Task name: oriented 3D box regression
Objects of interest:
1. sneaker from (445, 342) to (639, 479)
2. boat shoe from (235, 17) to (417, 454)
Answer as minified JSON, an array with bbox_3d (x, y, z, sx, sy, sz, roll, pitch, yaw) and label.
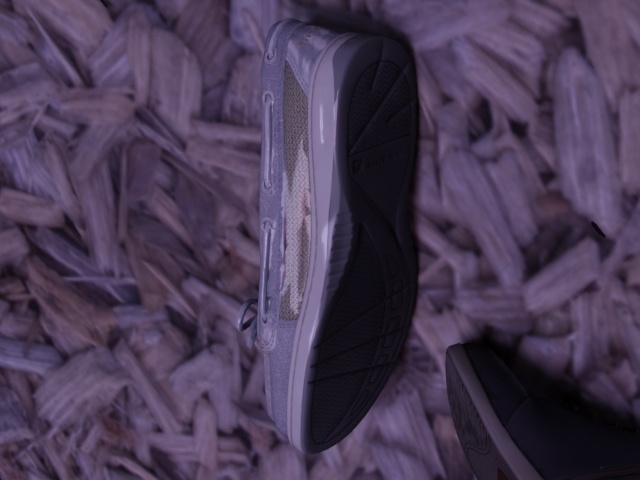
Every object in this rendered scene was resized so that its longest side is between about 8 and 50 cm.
[{"bbox_3d":[0.176,0.146,1.381,0.083,0.118,0.222,87,159,-46],"label":"sneaker"},{"bbox_3d":[-0.002,-0.001,1.427,0.103,0.118,0.320,20,117,38],"label":"boat shoe"}]
